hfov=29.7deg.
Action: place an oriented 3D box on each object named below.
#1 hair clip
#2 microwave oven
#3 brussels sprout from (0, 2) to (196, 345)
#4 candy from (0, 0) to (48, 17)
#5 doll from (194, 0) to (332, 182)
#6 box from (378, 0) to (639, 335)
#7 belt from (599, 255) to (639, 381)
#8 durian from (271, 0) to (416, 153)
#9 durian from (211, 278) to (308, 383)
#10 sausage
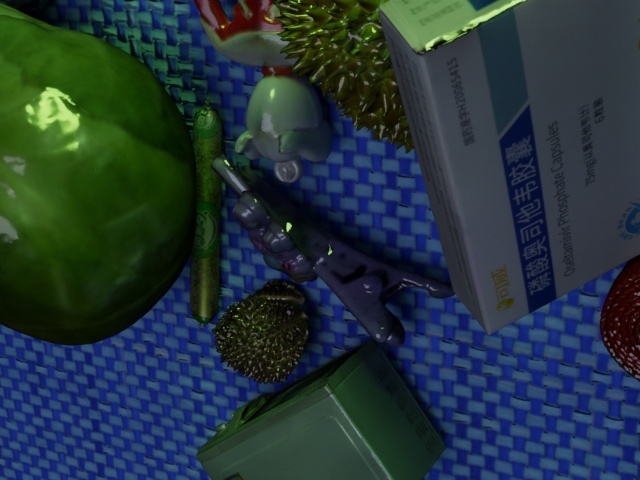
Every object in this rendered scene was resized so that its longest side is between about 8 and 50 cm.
[{"bbox_3d":[-0.005,0.014,1.200,0.278,0.137,0.090,29,86,15],"label":"hair clip"},{"bbox_3d":[0.003,0.218,1.267,0.205,0.129,0.163,-32,95,35],"label":"microwave oven"},{"bbox_3d":[-0.277,-0.074,1.212,0.281,0.289,0.355,-39,82,-9],"label":"brussels sprout"},{"bbox_3d":[-0.342,-0.280,1.291,0.145,0.070,0.275,54,129,8],"label":"candy"},{"bbox_3d":[-0.044,-0.241,1.132,0.188,0.099,0.384,5,106,28],"label":"doll"},{"bbox_3d":[0.176,-0.082,0.922,0.065,0.200,0.343,59,173,39],"label":"box"},{"bbox_3d":[0.342,0.074,1.024,0.200,0.124,0.128,16,119,23],"label":"belt"},{"bbox_3d":[0.083,-0.216,0.968,0.224,0.291,0.291,-23,98,40],"label":"durian"},{"bbox_3d":[-0.077,0.097,1.290,0.140,0.071,0.110,-21,62,50],"label":"durian"},{"bbox_3d":[-0.123,-0.023,1.295,0.032,0.033,0.269,15,117,23],"label":"sausage"}]
